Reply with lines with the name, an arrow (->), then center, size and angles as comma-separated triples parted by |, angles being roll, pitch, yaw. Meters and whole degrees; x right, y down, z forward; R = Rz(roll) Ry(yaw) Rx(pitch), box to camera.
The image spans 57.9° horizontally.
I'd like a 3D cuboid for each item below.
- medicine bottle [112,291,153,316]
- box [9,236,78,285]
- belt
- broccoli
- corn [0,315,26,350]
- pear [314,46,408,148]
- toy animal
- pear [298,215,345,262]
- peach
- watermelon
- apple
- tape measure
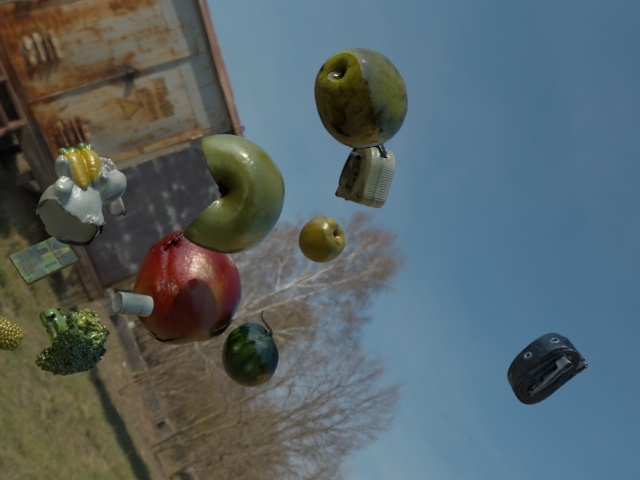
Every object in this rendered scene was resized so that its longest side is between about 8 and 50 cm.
medicine bottle -> -0.497, 0.170, 1.534 | 0.058, 0.091, 0.058 | -13, -110, 40
box -> -0.993, 0.068, 2.084 | 0.121, 0.193, 0.030 | 54, -37, 4
belt -> 0.630, 0.368, 1.634 | 0.122, 0.218, 0.128 | 40, 18, -8
broccoli -> -0.877, 0.339, 1.982 | 0.273, 0.242, 0.180 | 47, -5, -4
corn -> -0.876, 0.202, 1.450 | 0.091, 0.260, 0.091 | -36, -148, 43
pear -> 0.108, -0.398, 1.625 | 0.284, 0.283, 0.284 | 55, -21, 33
toy animal -> -0.653, -0.130, 1.628 | 0.310, 0.182, 0.247 | -86, -165, -53
pear -> 0.000, 0.000, 2.567 | 0.209, 0.208, 0.209 | 55, -21, 33
peach -> -0.431, 0.146, 1.855 | 0.370, 0.370, 0.370 | 55, -21, 33
watermelon -> -0.241, 0.368, 1.857 | 0.232, 0.127, 0.204 | -41, -114, 36
apple -> -0.208, -0.109, 1.474 | 0.258, 0.233, 0.295 | 56, 48, -85
tape measure -> 0.149, -0.245, 2.056 | 0.271, 0.132, 0.232 | -152, -105, -70
